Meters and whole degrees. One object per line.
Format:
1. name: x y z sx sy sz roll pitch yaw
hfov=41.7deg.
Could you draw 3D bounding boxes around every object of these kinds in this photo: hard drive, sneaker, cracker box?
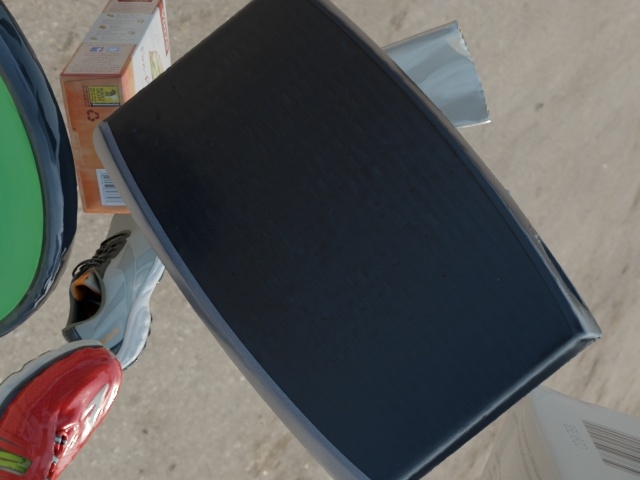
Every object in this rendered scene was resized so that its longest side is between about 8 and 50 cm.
1. hard drive: 0.006 -0.006 0.433 0.172 0.255 0.054 -38 170 0
2. sneaker: -0.248 0.209 0.699 0.279 0.118 0.107 -53 140 -27
3. sneaker: -0.278 0.045 1.131 0.108 0.100 0.272 45 32 -38
4. cracker box: -0.211 -0.155 0.914 0.232 0.067 0.156 -90 180 -55

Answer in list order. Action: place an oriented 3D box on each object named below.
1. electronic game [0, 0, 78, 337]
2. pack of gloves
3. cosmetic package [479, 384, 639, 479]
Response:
1. electronic game: -0.204 -0.048 0.344 0.048 0.229 0.229 -61 162 -52
2. pack of gloves: 0.022 -0.043 0.645 0.046 0.232 0.195 -75 146 -46
3. cosmetic package: 0.161 0.329 0.628 0.217 0.156 0.385 -58 166 -78
